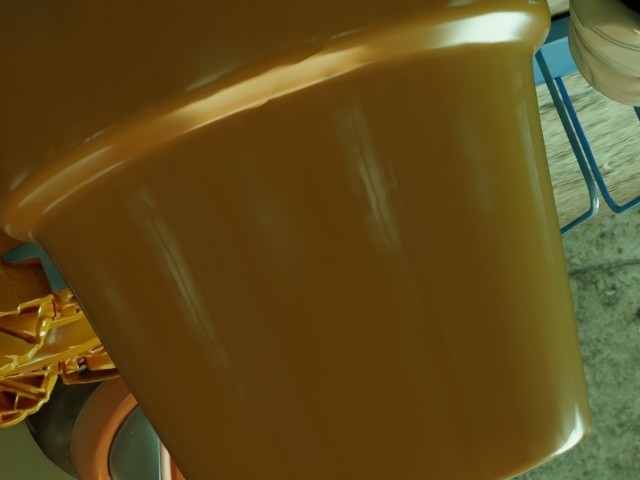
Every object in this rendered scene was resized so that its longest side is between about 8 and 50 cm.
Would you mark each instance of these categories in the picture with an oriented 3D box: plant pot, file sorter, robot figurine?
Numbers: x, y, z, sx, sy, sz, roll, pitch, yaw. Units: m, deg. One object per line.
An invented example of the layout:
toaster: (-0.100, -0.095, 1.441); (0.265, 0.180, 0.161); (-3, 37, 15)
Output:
plant pot: (0.000, 0.000, 0.495); (0.205, 0.188, 0.205); (-21, 173, -2)
file sorter: (0.160, -0.069, 0.808); (0.170, 0.104, 0.118); (-20, 174, -7)
robot figurine: (-0.056, 0.009, 0.782); (0.291, 0.085, 0.211); (-18, 163, -14)

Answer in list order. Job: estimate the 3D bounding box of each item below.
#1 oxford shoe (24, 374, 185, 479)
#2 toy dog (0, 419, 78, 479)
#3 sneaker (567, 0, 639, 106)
oxford shoe: (-0.044, 0.056, 1.026); (0.364, 0.130, 0.133); (-25, -150, -35)
toy dog: (-0.071, 0.172, 1.211); (0.408, 0.284, 0.395); (-9, -173, -29)
sneaker: (0.213, -0.123, 0.612); (0.232, 0.090, 0.115); (-23, 170, 15)
